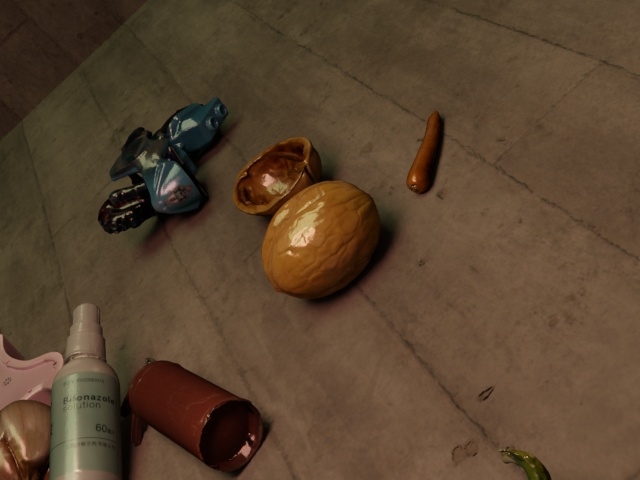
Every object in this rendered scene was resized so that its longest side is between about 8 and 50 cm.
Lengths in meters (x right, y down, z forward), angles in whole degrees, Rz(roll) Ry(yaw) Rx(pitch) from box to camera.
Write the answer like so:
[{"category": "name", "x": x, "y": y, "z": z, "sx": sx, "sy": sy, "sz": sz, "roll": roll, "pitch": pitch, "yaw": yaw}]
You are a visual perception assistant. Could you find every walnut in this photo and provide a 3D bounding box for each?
[{"category": "walnut", "x": -0.063, "y": -0.100, "z": 1.654, "sx": 0.211, "sy": 0.087, "sz": 0.167, "roll": 7, "pitch": 64, "yaw": 54}, {"category": "walnut", "x": 0.000, "y": 0.000, "z": 1.406, "sx": 0.207, "sy": 0.159, "sz": 0.159, "roll": -46, "pitch": 31, "yaw": -5}]

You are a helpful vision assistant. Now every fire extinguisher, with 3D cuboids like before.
[{"category": "fire extinguisher", "x": -0.222, "y": 0.269, "z": 1.399, "sx": 0.337, "sy": 0.106, "sz": 0.147, "roll": 11, "pitch": 85, "yaw": 55}]

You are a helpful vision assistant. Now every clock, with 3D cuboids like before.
[{"category": "clock", "x": -0.591, "y": 0.284, "z": 1.770, "sx": 0.275, "sy": 0.080, "sz": 0.290, "roll": -32, "pitch": 35, "yaw": 2}]

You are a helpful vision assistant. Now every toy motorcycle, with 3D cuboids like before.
[{"category": "toy motorcycle", "x": -0.309, "y": -0.165, "z": 1.966, "sx": 0.232, "sy": 0.172, "sz": 0.416, "roll": -10, "pitch": 36, "yaw": 34}]

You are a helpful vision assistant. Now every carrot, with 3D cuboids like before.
[{"category": "carrot", "x": 0.176, "y": -0.148, "z": 1.494, "sx": 0.037, "sy": 0.037, "sz": 0.190, "roll": -16, "pitch": 37, "yaw": 37}]

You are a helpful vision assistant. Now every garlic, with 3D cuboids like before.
[{"category": "garlic", "x": -0.492, "y": 0.337, "z": 1.514, "sx": 0.160, "sy": 0.214, "sz": 0.191, "roll": -44, "pitch": 19, "yaw": -18}]

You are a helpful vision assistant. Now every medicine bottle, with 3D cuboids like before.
[{"category": "medicine bottle", "x": -0.380, "y": 0.259, "z": 1.486, "sx": 0.110, "sy": 0.110, "sz": 0.352, "roll": -29, "pitch": 50, "yaw": 23}]

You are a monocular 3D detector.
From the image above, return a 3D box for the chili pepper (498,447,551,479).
[{"category": "chili pepper", "x": 0.118, "y": 0.369, "z": 0.904, "sx": 0.085, "sy": 0.076, "sz": 0.359, "roll": 34, "pitch": 84, "yaw": 39}]
